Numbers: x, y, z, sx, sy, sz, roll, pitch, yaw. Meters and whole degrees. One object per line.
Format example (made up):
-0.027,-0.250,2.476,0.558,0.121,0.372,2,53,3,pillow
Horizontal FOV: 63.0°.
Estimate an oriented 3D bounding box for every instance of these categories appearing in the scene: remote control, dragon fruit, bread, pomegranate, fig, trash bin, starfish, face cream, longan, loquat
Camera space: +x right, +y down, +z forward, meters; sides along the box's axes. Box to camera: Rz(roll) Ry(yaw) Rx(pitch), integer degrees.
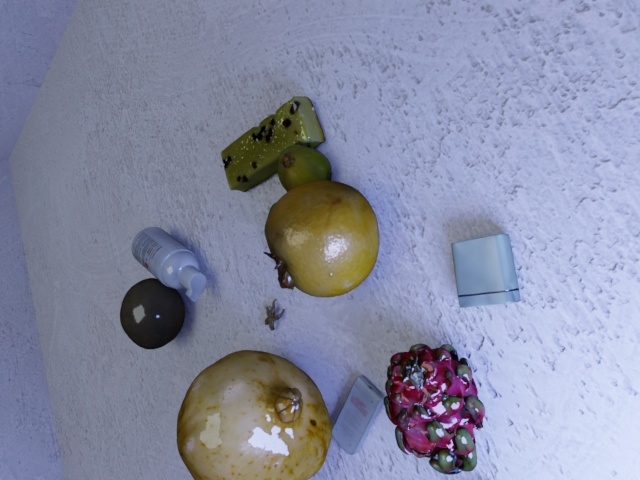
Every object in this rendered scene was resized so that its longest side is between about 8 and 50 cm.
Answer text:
0.088,0.427,1.266,0.087,0.029,0.190,38,116,38,remote control
0.223,0.337,1.017,0.218,0.198,0.273,-22,76,34,dragon fruit
-0.143,-0.262,1.454,0.361,0.077,0.138,-24,74,42,bread
-0.149,0.440,1.262,0.410,0.410,0.410,1,91,45,pomegranate
-0.043,-0.173,1.322,0.136,0.153,0.121,-45,18,19,fig
0.318,0.061,1.013,0.116,0.059,0.130,-13,80,42,trash bin
-0.134,0.212,1.487,0.078,0.028,0.091,8,92,47,starfish
-0.490,0.083,1.761,0.369,0.145,0.145,29,110,39,face cream
-0.581,0.254,1.805,0.248,0.248,0.248,1,91,45,longan
0.000,0.000,1.179,0.274,0.274,0.275,1,91,45,loquat

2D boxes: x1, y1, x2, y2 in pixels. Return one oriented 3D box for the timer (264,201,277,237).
-0.095,-0.033,1.432,0.140,0.047,0.128,38,118,38,timer
